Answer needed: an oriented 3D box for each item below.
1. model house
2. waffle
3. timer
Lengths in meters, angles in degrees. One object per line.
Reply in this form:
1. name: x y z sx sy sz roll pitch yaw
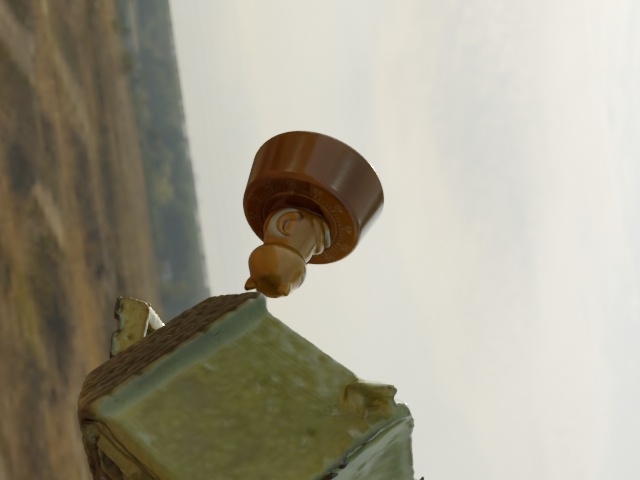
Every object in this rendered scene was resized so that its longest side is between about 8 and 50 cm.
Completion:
1. model house: -0.085 0.217 1.243 0.266 0.261 0.321 39 -30 33
2. waffle: -0.237 0.228 2.038 0.221 0.055 0.247 65 25 -64
3. timer: -0.025 -0.005 1.362 0.132 0.132 0.152 88 20 -46
